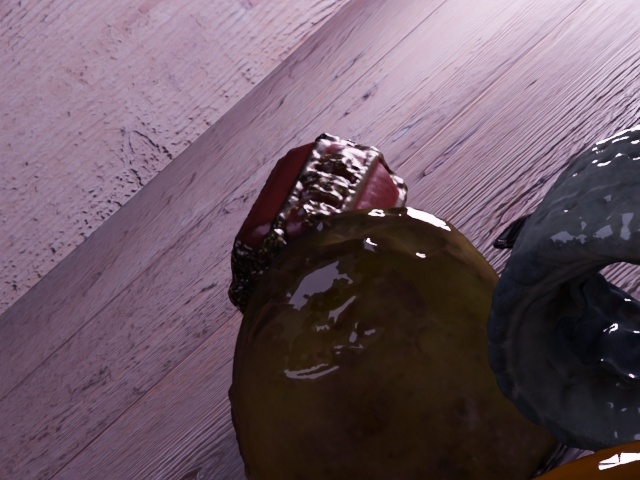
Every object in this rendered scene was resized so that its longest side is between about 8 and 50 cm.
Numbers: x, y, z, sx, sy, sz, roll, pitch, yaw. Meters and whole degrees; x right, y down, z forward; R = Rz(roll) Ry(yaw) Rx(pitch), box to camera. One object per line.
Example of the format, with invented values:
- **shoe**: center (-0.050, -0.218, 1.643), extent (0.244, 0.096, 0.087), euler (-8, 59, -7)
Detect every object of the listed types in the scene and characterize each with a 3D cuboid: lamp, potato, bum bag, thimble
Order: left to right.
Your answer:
- **lamp**: center (0.000, 0.000, 1.867), extent (0.177, 0.177, 0.274), euler (-30, 21, 34)
- **potato**: center (0.030, 0.116, 1.390), extent (0.301, 0.237, 0.288), euler (-19, 29, 53)
- **bum bag**: center (0.219, -0.015, 1.634), extent (0.124, 0.034, 0.058), euler (-25, 11, 44)
- **thimble**: center (0.241, 0.032, 1.188), extent (0.172, 0.205, 0.250), euler (-50, 1, -42)

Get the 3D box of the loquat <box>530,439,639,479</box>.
- **loquat**: center (0.163, 0.238, 0.688), extent (0.328, 0.328, 0.328), euler (-38, 18, 14)
